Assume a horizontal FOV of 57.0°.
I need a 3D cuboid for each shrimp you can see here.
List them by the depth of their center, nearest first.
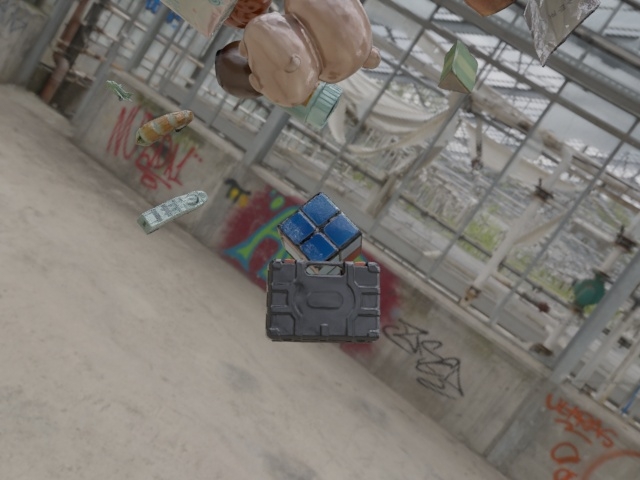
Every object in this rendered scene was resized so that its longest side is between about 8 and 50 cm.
[{"bbox_3d":[-0.395,-0.283,1.492,0.049,0.161,0.166,59,-8,-9],"label":"shrimp"}]

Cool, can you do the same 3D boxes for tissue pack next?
[{"bbox_3d":[-0.304,-0.607,1.306,0.271,0.124,0.201,36,-25,-15],"label":"tissue pack"}]

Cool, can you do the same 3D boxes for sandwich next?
[{"bbox_3d":[0.286,-0.343,1.167,0.074,0.074,0.116,13,0,-1],"label":"sandwich"}]

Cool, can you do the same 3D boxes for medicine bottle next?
[{"bbox_3d":[-0.095,-0.476,1.791,0.318,0.158,0.158,32,7,-1],"label":"medicine bottle"}]

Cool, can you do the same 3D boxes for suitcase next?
[{"bbox_3d":[0.008,0.151,1.467,0.285,0.206,0.066,2,-11,-6],"label":"suitcase"}]

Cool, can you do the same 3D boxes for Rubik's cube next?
[{"bbox_3d":[0.001,0.000,1.672,0.183,0.167,0.180,47,-12,20],"label":"Rubik's cube"}]

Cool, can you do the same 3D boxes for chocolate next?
[{"bbox_3d":[-0.159,-0.376,1.303,0.133,0.124,0.127,-4,44,6],"label":"chocolate"}]

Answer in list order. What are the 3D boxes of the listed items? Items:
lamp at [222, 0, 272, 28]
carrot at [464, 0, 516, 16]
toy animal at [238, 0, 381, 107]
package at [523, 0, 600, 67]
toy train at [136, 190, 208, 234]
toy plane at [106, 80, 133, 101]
[{"bbox_3d":[-0.233,-0.699,1.625,0.223,0.223,0.196,35,49,11],"label":"lamp"},{"bbox_3d":[0.376,-0.664,1.379,0.331,0.193,0.214,34,46,-33],"label":"carrot"},{"bbox_3d":[-0.030,-0.375,1.116,0.229,0.221,0.210,-4,-54,31],"label":"toy animal"},{"bbox_3d":[0.580,-0.577,1.422,0.062,0.251,0.204,38,0,44],"label":"package"},{"bbox_3d":[-0.395,-0.091,1.630,0.234,0.051,0.052,-35,89,-42],"label":"toy train"},{"bbox_3d":[-0.549,-0.406,1.604,0.083,0.033,0.080,30,26,-45],"label":"toy plane"}]
